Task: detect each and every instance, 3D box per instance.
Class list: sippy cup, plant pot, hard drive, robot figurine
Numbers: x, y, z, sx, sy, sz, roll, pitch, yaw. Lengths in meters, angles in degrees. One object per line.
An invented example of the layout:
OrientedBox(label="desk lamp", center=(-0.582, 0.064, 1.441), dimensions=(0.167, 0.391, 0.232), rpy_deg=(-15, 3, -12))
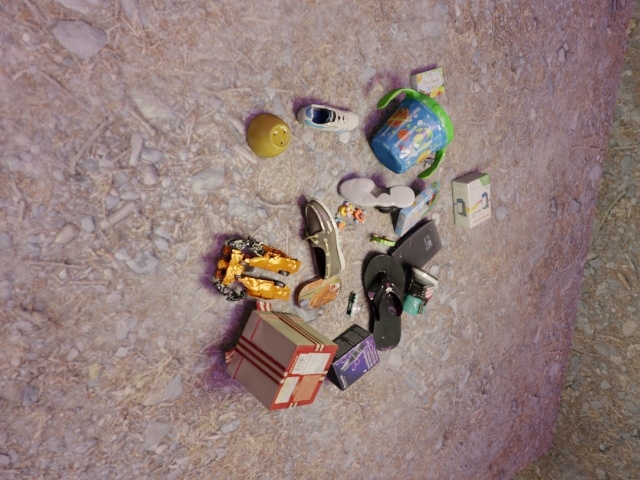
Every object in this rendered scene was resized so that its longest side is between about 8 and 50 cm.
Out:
OrientedBox(label="sippy cup", center=(0.312, -0.366, 1.458), dimensions=(0.224, 0.240, 0.305), rpy_deg=(-43, 84, -5))
OrientedBox(label="plant pot", center=(-0.142, -0.315, 1.229), dimensions=(0.134, 0.095, 0.135), rpy_deg=(-9, 108, -31))
OrientedBox(label="hard drive", center=(0.400, 0.038, 1.718), dimensions=(0.254, 0.054, 0.172), rpy_deg=(-38, 120, -19))
OrientedBox(label="robot figurine", center=(-0.207, 0.100, 1.307), dimensions=(0.290, 0.085, 0.211), rpy_deg=(18, 92, -37))

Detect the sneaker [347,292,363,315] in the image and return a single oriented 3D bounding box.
OrientedBox(label="sneaker", center=(0.146, 0.251, 1.619), dimensions=(0.069, 0.038, 0.098), rpy_deg=(2, 111, -36))

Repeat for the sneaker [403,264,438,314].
OrientedBox(label="sneaker", center=(0.395, 0.216, 1.691), dimensions=(0.179, 0.123, 0.295), rpy_deg=(-55, 151, -4))

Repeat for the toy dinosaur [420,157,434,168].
OrientedBox(label="toy dinosaur", center=(0.439, -0.324, 1.668), dimensions=(0.082, 0.047, 0.090), rpy_deg=(31, 52, -27))

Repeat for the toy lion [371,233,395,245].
OrientedBox(label="toy lion", center=(0.252, 0.003, 1.583), dimensions=(0.100, 0.096, 0.034), rpy_deg=(9, 98, -36))

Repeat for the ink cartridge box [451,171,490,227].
OrientedBox(label="ink cartridge box", center=(0.677, -0.182, 1.822), dimensions=(0.154, 0.093, 0.213), rpy_deg=(-24, 117, -28))

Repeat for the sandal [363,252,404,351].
OrientedBox(label="sandal", center=(0.276, 0.261, 1.641), dimensions=(0.167, 0.107, 0.447), rpy_deg=(-13, 111, -11))

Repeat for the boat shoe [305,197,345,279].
OrientedBox(label="boat shoe", center=(0.003, 0.001, 1.407), dimensions=(0.091, 0.109, 0.305), rpy_deg=(-34, 123, -27))

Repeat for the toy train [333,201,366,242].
OrientedBox(label="toy train", center=(0.105, -0.069, 1.495), dimensions=(0.166, 0.046, 0.125), rpy_deg=(-46, 123, -15))

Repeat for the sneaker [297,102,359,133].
OrientedBox(label="sneaker", center=(0.039, -0.398, 1.335), dimensions=(0.237, 0.086, 0.085), rpy_deg=(-5, 104, -34))

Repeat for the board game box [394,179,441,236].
OrientedBox(label="board game box", center=(0.387, -0.126, 1.625), dimensions=(0.211, 0.039, 0.160), rpy_deg=(-39, 157, -18))

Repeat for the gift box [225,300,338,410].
OrientedBox(label="gift box", center=(-0.140, 0.360, 1.314), dimensions=(0.276, 0.258, 0.255), rpy_deg=(28, 89, -50))

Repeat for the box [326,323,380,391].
OrientedBox(label="box", center=(0.115, 0.459, 1.609), dimensions=(0.207, 0.108, 0.153), rpy_deg=(-32, 119, -23))

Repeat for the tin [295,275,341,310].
OrientedBox(label="tin", center=(-0.008, 0.187, 1.496), dimensions=(0.189, 0.040, 0.106), rpy_deg=(-19, 117, -29))

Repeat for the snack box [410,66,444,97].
OrientedBox(label="snack box", center=(0.411, -0.597, 1.560), dimensions=(0.141, 0.037, 0.100), rpy_deg=(-26, 115, -26))

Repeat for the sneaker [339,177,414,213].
OrientedBox(label="sneaker", center=(0.199, -0.155, 1.501), dimensions=(0.268, 0.153, 0.102), rpy_deg=(8, 82, -1))
